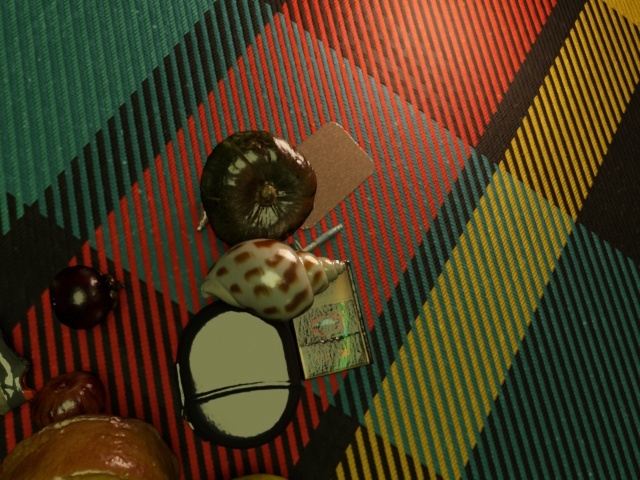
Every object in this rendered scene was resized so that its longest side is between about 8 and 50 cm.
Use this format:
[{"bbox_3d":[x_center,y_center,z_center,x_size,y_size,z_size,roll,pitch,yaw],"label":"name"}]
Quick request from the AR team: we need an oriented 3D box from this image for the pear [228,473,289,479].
[{"bbox_3d":[-0.117,0.545,0.863,0.269,0.212,0.213,27,73,-12],"label":"pear"}]

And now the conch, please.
[{"bbox_3d":[-0.090,0.073,0.934,0.274,0.183,0.149,13,117,-21],"label":"conch"}]

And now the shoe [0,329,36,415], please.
[{"bbox_3d":[-0.608,0.234,0.903,0.077,0.074,0.195,-14,83,-27],"label":"shoe"}]

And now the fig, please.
[{"bbox_3d":[-0.461,0.316,0.891,0.150,0.128,0.128,40,71,-26],"label":"fig"}]

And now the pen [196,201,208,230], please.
[{"bbox_3d":[-0.235,-0.106,1.078,0.053,0.032,0.197,26,72,-6],"label":"pen"}]

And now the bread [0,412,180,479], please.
[{"bbox_3d":[-0.393,0.451,0.807,0.311,0.172,0.313,-6,106,-20],"label":"bread"}]

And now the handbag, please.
[{"bbox_3d":[-0.170,0.269,0.967,0.253,0.093,0.308,-10,79,-10],"label":"handbag"}]

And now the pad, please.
[{"bbox_3d":[-0.003,-0.165,1.158,0.266,0.002,0.176,-42,88,-18],"label":"pad"}]

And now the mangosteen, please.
[{"bbox_3d":[-0.464,0.109,0.940,0.139,0.140,0.140,3,77,-12],"label":"mangosteen"}]

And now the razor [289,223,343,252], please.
[{"bbox_3d":[0.000,0.000,1.105,0.135,0.040,0.068,-35,87,-22],"label":"razor"}]

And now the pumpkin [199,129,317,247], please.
[{"bbox_3d":[-0.130,-0.106,0.994,0.260,0.189,0.261,-7,105,-27],"label":"pumpkin"}]

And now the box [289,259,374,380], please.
[{"bbox_3d":[0.009,0.175,1.047,0.159,0.071,0.240,-10,79,-16],"label":"box"}]
